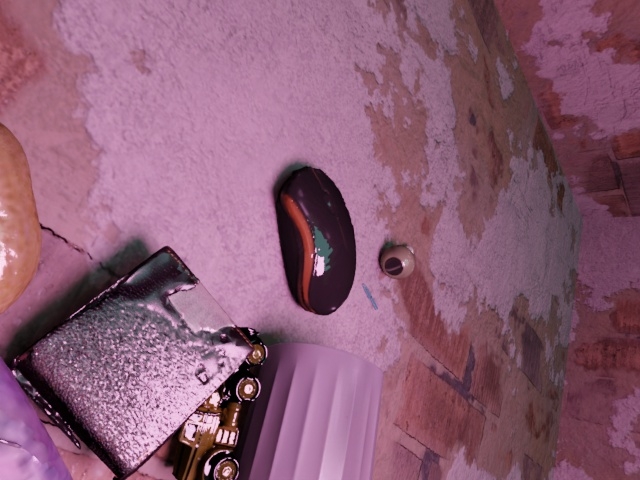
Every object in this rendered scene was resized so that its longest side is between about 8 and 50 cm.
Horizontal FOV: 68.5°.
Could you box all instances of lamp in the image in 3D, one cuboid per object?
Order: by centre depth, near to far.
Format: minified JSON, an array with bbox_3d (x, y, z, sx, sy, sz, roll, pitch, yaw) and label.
[{"bbox_3d":[0.221,0.048,1.269,0.163,0.091,0.090,-28,108,-61],"label":"lamp"}]

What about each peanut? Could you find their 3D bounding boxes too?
[{"bbox_3d":[-0.403,-0.021,0.542,0.137,0.122,0.252,-15,103,-36],"label":"peanut"}]

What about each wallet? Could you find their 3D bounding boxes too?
[{"bbox_3d":[-0.248,0.164,0.662,0.262,0.071,0.221,-42,98,-29],"label":"wallet"}]

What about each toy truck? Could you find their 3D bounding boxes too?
[{"bbox_3d":[-0.182,0.265,0.771,0.127,0.127,0.256,17,75,-31],"label":"toy truck"}]

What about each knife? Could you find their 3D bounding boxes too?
[{"bbox_3d":[0.127,0.145,1.206,0.014,0.005,0.091,-51,123,-39],"label":"knife"}]

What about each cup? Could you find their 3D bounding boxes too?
[{"bbox_3d":[-0.026,0.393,0.849,0.322,0.237,0.326,87,14,-59],"label":"cup"}]

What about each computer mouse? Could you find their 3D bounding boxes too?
[{"bbox_3d":[0.004,0.000,1.000,0.183,0.116,0.322,-18,100,-52],"label":"computer mouse"}]

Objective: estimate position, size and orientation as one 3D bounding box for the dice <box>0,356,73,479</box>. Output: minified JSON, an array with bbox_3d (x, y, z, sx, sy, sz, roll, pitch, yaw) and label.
[{"bbox_3d":[-0.385,0.224,0.390,0.270,0.271,0.269,-31,125,-39],"label":"dice"}]
